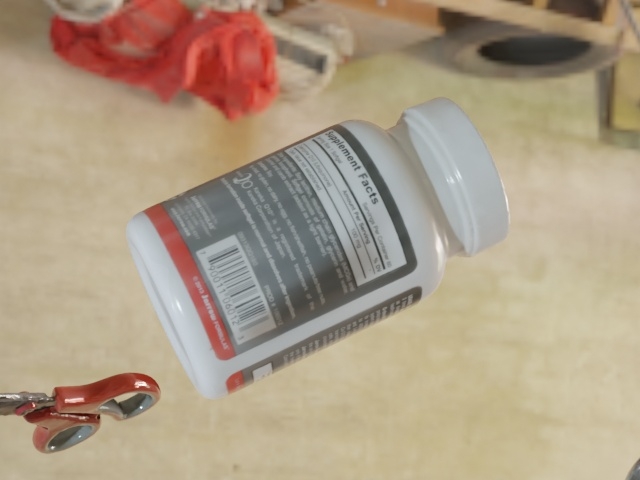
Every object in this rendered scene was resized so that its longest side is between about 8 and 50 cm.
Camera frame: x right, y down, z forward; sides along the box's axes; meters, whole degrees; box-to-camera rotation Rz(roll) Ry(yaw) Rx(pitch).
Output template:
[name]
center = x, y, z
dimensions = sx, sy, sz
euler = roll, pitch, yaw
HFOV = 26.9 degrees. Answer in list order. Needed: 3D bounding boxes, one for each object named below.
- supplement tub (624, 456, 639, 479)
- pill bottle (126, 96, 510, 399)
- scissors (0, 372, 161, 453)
[supplement tub]
center = 0.465, 0.271, 1.470
dimensions = 0.207, 0.207, 0.338
euler = -5, -160, 43
[pill bottle]
center = 0.000, 0.000, 1.393
dimensions = 0.362, 0.210, 0.210
euler = -25, 178, -12
[scissors]
center = -0.194, 0.110, 0.950
dimensions = 0.109, 0.021, 0.297
euler = -26, 162, 2
